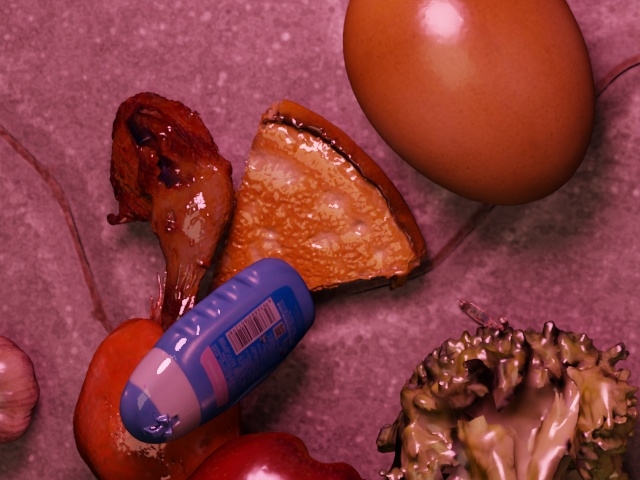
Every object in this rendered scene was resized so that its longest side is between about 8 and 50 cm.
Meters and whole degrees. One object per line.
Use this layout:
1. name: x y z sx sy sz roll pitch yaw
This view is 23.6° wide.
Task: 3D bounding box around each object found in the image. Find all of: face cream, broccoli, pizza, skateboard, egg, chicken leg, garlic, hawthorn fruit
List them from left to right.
1. garlic: -0.429 0.192 1.993 0.147 0.102 0.159 -36 76 32
2. hawthorn fruit: -0.195 0.180 1.867 0.211 0.211 0.299 5 95 16
3. chicken leg: -0.184 -0.045 1.837 0.177 0.083 0.322 -47 55 23
4. face cream: -0.122 0.134 1.748 0.083 0.264 0.149 26 143 38
5. pizza: 0.000 0.000 1.848 0.251 0.074 0.287 26 113 9
6. egg: 0.166 -0.185 1.674 0.250 0.250 0.322 -33 94 19
7. skateboard: 0.182 0.097 1.804 0.064 0.083 0.032 34 107 10
8. broccoli: 0.211 0.271 1.709 0.293 0.281 0.347 -6 118 4

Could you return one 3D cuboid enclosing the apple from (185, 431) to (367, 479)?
1. apple: -0.072 0.375 1.713 0.288 0.288 0.316 29 82 10
